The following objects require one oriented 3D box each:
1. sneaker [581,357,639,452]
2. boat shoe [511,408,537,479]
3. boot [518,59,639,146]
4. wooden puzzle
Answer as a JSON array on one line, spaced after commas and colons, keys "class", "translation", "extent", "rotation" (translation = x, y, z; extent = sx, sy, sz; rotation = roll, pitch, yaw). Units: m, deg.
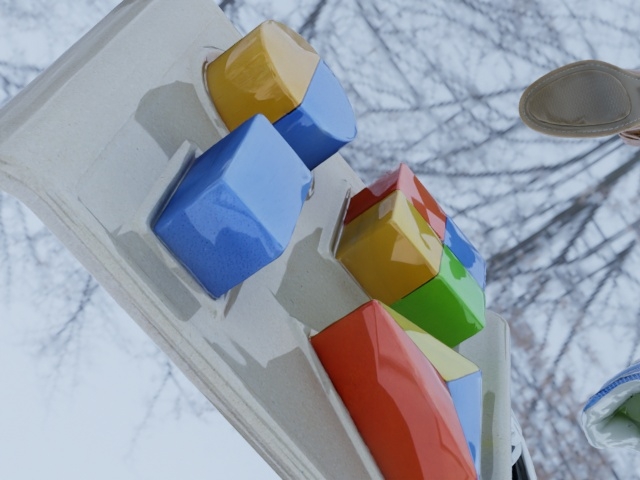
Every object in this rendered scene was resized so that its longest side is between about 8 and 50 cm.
[{"class": "sneaker", "translation": [0.229, 0.102, 0.632], "extent": [0.081, 0.211, 0.080], "rotation": [-21, -85, -26]}, {"class": "boat shoe", "translation": [0.150, 0.190, 1.122], "extent": [0.088, 0.096, 0.267], "rotation": [35, 155, 49]}, {"class": "boot", "translation": [0.288, -0.119, 1.108], "extent": [0.152, 0.197, 0.073], "rotation": [42, -138, -76]}, {"class": "wooden puzzle", "translation": [0.000, 0.000, 0.668], "extent": [0.348, 0.080, 0.322], "rotation": [45, -156, -13]}]
